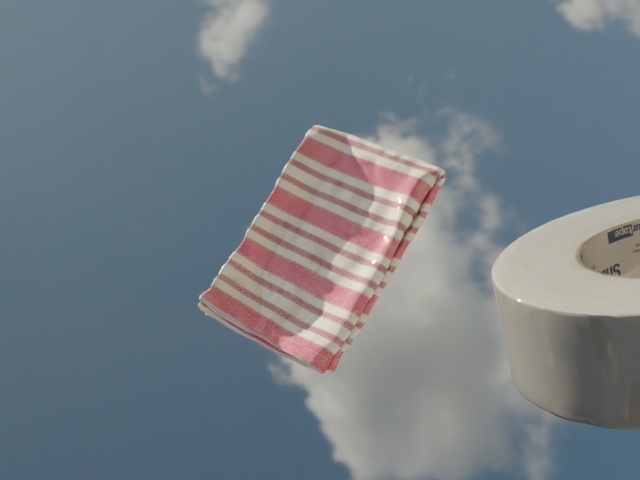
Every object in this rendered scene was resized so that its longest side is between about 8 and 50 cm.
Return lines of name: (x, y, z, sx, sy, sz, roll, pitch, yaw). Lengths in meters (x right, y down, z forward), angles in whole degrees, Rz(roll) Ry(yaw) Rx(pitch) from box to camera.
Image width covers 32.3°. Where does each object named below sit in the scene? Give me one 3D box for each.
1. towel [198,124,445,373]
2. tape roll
towel: (0.000, 0.000, 0.908, 0.197, 0.144, 0.029, -59, -36, -11)
tape roll: (0.218, 0.033, 0.669, 0.219, 0.219, 0.072, -31, -67, -46)
